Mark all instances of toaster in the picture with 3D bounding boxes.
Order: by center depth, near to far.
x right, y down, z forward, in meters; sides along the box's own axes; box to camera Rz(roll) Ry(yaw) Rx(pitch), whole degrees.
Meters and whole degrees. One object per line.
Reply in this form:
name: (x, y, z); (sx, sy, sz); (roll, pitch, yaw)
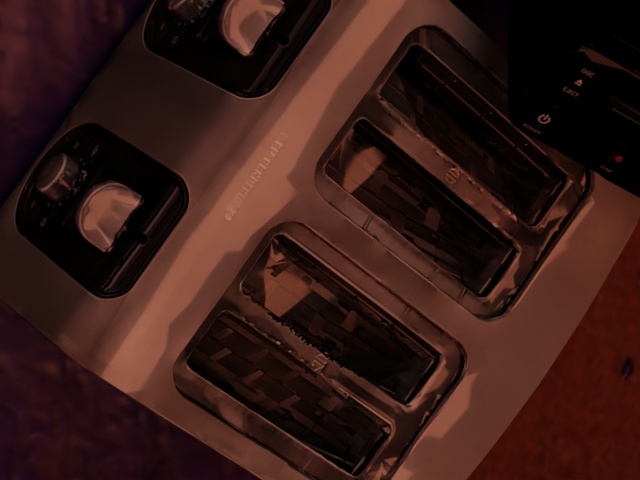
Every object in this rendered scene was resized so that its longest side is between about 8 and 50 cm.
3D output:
toaster: (0.000, 0.000, 0.585); (0.186, 0.110, 0.168); (38, 87, -31)

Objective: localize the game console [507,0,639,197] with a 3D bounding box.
game console: (0.029, -0.137, 0.527); (0.361, 0.213, 0.044); (25, 132, -19)
